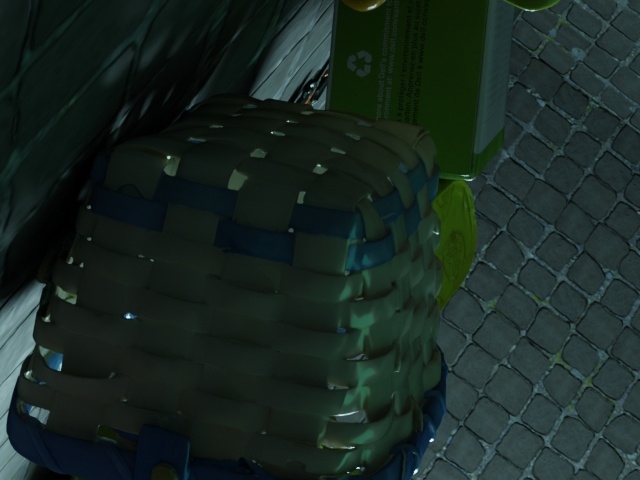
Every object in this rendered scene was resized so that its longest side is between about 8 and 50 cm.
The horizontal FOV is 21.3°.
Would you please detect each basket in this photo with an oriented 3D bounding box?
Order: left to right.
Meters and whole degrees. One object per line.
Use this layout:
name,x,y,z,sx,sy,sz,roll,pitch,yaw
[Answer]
basket,-0.040,0.080,0.854,0.255,0.201,0.289,-43,140,-71

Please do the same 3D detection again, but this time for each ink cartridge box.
ink cartridge box,0.071,-0.177,1.057,0.189,0.097,0.255,-40,134,-76

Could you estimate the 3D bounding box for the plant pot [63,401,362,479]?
plant pot,-0.097,0.273,1.570,0.366,0.366,0.353,-52,165,-24

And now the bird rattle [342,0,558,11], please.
bird rattle,0.083,-0.215,0.842,0.207,0.143,0.253,-40,-161,41

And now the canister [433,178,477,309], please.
canister,-0.006,0.003,1.045,0.126,0.170,0.073,-47,136,-44

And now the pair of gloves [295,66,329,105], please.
pair of gloves,-0.013,-0.102,1.280,0.074,0.010,0.083,-56,178,33
